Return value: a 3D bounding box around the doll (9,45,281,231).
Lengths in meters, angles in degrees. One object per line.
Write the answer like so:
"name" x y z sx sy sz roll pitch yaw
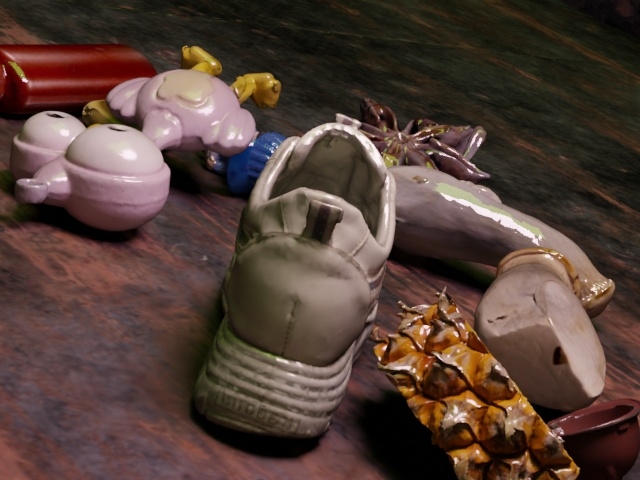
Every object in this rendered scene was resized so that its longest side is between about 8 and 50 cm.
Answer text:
"doll" -0.170 -0.096 1.388 0.160 0.094 0.365 21 27 19

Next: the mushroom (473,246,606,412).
"mushroom" 0.190 0.072 1.304 0.108 0.096 0.247 -5 16 5

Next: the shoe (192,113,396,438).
"shoe" 0.000 0.000 1.145 0.132 0.210 0.342 19 20 -1

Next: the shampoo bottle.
"shampoo bottle" -0.294 -0.173 1.559 0.102 0.064 0.260 35 25 29

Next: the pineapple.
"pineapple" 0.097 0.106 1.078 0.135 0.079 0.233 58 -3 -28

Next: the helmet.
"helmet" 0.215 0.163 1.130 0.089 0.057 0.111 -20 -2 22

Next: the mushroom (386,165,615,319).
"mushroom" 0.163 -0.001 1.465 0.278 0.096 0.099 23 22 10

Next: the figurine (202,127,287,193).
"figurine" -0.073 -0.084 1.535 0.079 0.077 0.136 30 1 -24

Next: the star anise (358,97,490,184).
"star anise" 0.096 -0.089 1.650 0.231 0.089 0.209 5 35 -20

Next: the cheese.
"cheese" -0.172 -0.121 1.573 0.162 0.036 0.086 -3 30 -45
